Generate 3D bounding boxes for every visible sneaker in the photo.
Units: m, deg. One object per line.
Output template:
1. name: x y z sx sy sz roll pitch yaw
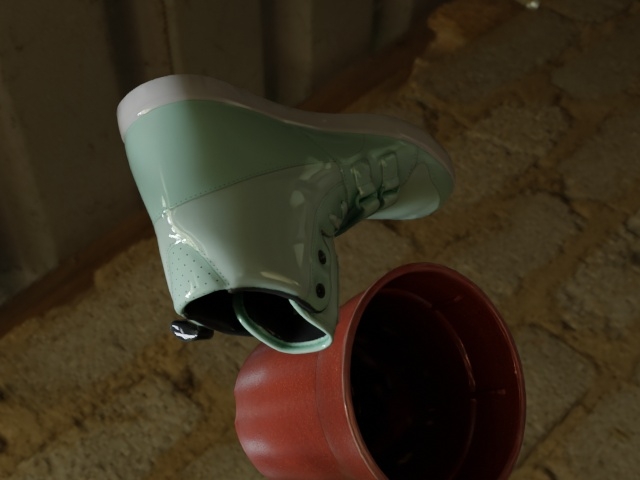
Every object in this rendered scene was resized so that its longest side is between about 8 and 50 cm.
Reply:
1. sneaker: -0.001 0.000 0.605 0.256 0.151 0.094 6 -28 -43

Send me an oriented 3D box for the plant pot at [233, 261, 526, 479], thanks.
1. plant pot: 0.050 0.186 1.173 0.272 0.272 0.265 -28 5 -40
